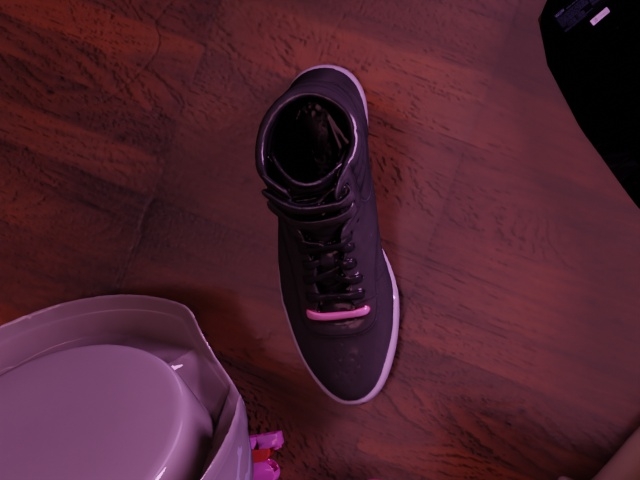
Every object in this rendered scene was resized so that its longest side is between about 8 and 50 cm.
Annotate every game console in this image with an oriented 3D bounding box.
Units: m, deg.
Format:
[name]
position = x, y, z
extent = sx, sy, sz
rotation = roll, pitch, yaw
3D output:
[game console]
position = 0.349, -0.192, 1.327
extent = 0.361, 0.044, 0.213
rotation = -38, 70, 22

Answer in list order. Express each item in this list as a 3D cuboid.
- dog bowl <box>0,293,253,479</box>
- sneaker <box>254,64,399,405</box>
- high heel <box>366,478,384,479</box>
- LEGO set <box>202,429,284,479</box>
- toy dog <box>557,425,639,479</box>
[dog bowl]
position = -0.213, 0.196, 1.391
extent = 0.348, 0.349, 0.102
rotation = -14, 126, 13
[sneaker]
position = 0.000, 0.000, 1.413
extent = 0.104, 0.147, 0.296
rotation = -5, 93, 11
[high heel]
position = 0.172, 0.276, 1.167
extent = 0.377, 0.127, 0.181
rotation = 3, 124, 41
[LEGO set]
position = -0.143, 0.238, 1.488
extent = 0.227, 0.087, 0.093
rotation = -12, 90, 14
[toy dog]
position = 0.368, 0.222, 1.305
extent = 0.395, 0.284, 0.408
rotation = 12, 97, -8
